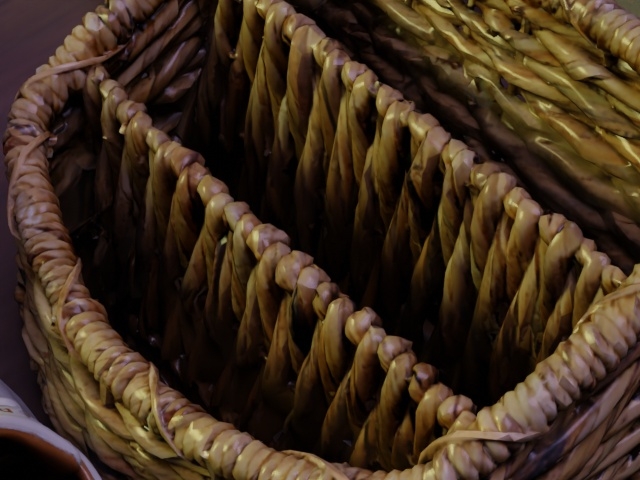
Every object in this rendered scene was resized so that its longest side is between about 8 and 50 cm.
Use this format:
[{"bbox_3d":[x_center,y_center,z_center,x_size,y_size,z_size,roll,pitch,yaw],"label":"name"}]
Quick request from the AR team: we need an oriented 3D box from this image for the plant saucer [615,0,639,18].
[{"bbox_3d":[0.201,-0.164,1.088,0.241,0.037,0.241,7,49,-8],"label":"plant saucer"}]

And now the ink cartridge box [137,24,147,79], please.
[{"bbox_3d":[-0.038,-0.135,0.974,0.139,0.082,0.191,-3,51,-17],"label":"ink cartridge box"}]

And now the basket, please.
[{"bbox_3d":[0.000,0.000,0.741,0.213,0.223,0.299,-20,47,-31],"label":"basket"}]

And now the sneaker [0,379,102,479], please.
[{"bbox_3d":[-0.139,0.084,0.715,0.106,0.123,0.290,-19,43,-29],"label":"sneaker"}]
